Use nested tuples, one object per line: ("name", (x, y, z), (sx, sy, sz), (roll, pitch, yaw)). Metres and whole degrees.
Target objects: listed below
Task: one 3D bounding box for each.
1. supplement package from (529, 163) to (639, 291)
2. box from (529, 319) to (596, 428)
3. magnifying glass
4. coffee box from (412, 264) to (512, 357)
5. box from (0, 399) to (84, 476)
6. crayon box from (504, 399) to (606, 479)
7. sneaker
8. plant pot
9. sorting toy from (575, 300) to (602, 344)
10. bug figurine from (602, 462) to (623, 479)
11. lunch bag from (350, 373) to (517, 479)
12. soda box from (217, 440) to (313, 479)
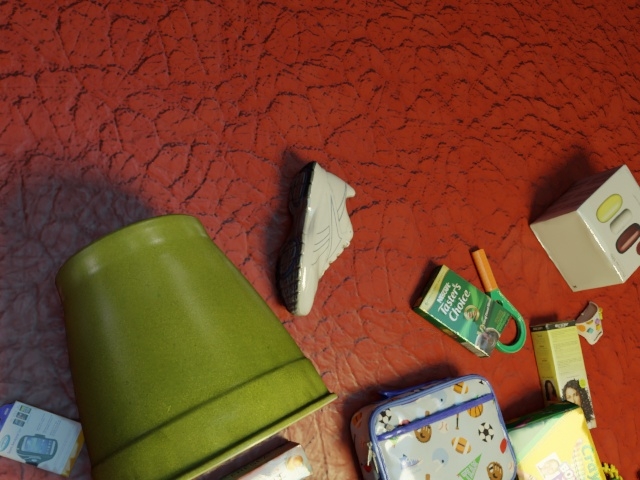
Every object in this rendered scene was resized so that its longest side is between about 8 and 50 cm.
("supplement package", (0.630, -0.026, 1.454), (0.203, 0.149, 0.194), (-37, 95, -26))
("box", (0.525, 0.293, 1.392), (0.087, 0.058, 0.232), (-6, 81, -24))
("magnifying glass", (0.376, 0.130, 1.383), (0.092, 0.026, 0.231), (-18, 89, -25))
("coffee box", (0.291, 0.146, 1.319), (0.184, 0.040, 0.113), (36, 72, -6))
("box", (-0.437, 0.303, 0.992), (0.136, 0.028, 0.081), (26, 70, -14))
("crayon box", (0.476, 0.482, 1.288), (0.165, 0.081, 0.278), (-18, 86, -2))
("sneaker", (0.000, 0.000, 1.204), (0.129, 0.111, 0.297), (19, 73, -25))
("plant pot", (-0.217, 0.163, 0.963), (0.366, 0.366, 0.353), (-22, 77, -26))
("sorting toy", (0.623, 0.196, 1.471), (0.083, 0.045, 0.075), (-41, 116, -25))
("bug figurine", (0.689, 0.614, 1.387), (0.216, 0.072, 0.279), (22, 71, -18))
("lunch bag", (0.208, 0.383, 1.208), (0.303, 0.115, 0.243), (-11, 81, -26))
("soda box", (-0.109, 0.410, 1.090), (0.183, 0.063, 0.058), (-22, 88, -25))
